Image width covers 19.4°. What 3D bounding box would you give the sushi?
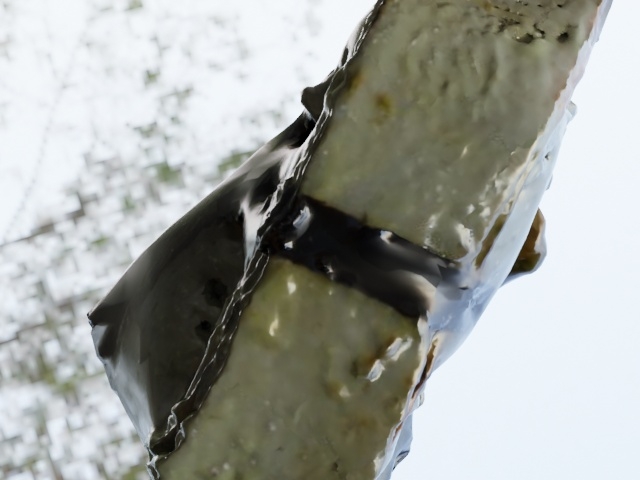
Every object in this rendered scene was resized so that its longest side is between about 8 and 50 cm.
[{"bbox_3d":[0.020,0.004,0.676,0.273,0.134,0.109,-48,-178,21],"label":"sushi"}]
